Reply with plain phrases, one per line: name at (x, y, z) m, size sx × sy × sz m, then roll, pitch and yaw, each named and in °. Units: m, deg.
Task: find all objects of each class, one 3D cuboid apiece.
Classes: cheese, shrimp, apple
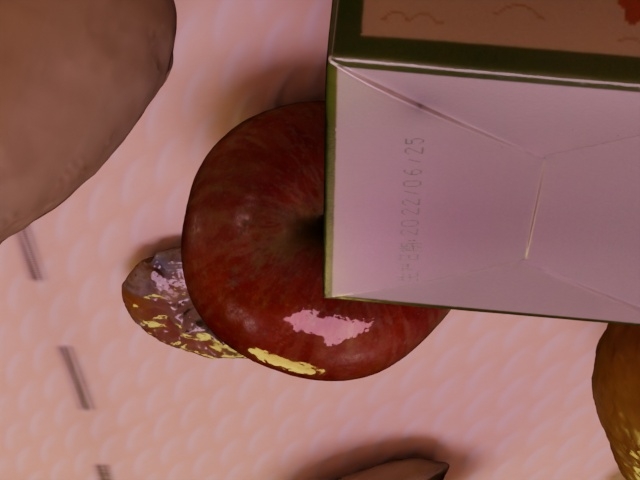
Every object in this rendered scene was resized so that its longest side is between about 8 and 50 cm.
cheese at (-0.180, -0.047, 0.825) m, size 0.247 × 0.251 × 0.173 m, roll -2°, pitch 155°, yaw -25°
shrimp at (-0.024, 0.041, 1.134) m, size 0.190 × 0.042 × 0.101 m, roll 8°, pitch 143°, yaw -7°
apple at (0.000, 0.000, 0.962) m, size 0.146 × 0.146 × 0.131 m, roll 8°, pitch 167°, yaw -10°

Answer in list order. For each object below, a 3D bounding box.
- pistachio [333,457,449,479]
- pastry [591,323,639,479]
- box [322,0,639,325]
pistachio at (0.029, 0.232, 1.395) m, size 0.135 × 0.136 × 0.226 m, roll 21°, pitch 138°, yaw -29°
pastry at (0.324, 0.096, 1.083) m, size 0.356 × 0.164 × 0.356 m, roll 2°, pitch 153°, yaw 1°
box at (0.094, -0.074, 0.811) m, size 0.177 × 0.148 × 0.195 m, roll 5°, pitch 151°, yaw 3°
